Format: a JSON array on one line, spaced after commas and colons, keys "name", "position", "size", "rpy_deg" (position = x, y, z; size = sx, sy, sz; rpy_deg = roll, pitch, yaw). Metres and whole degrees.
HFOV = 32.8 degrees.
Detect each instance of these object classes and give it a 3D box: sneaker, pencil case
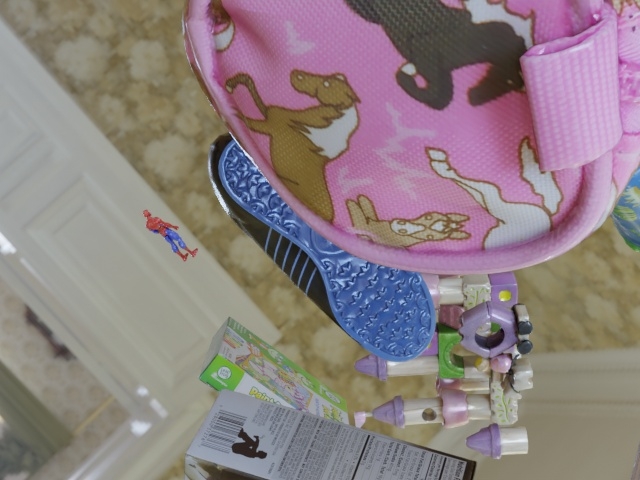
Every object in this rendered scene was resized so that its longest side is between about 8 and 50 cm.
[{"name": "sneaker", "position": [0.000, 0.000, 0.868], "size": [0.081, 0.232, 0.090], "rpy_deg": [-43, -165, -6]}, {"name": "pencil case", "position": [0.106, -0.137, 0.467], "size": [0.167, 0.160, 0.386], "rpy_deg": [-36, -174, 45]}]

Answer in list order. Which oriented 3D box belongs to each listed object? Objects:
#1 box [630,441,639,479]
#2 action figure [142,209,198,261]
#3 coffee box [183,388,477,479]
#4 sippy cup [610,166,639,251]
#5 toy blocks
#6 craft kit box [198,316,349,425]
[{"name": "box", "position": [0.313, 0.222, 0.909], "size": [0.114, 0.036, 0.207], "rpy_deg": [2, -113, 48]}, {"name": "action figure", "position": [-0.255, -0.012, 1.816], "size": [0.038, 0.115, 0.030], "rpy_deg": [-20, -141, 37]}, {"name": "coffee box", "position": [0.006, 0.296, 1.197], "size": [0.119, 0.297, 0.168], "rpy_deg": [-62, 163, -53]}, {"name": "sippy cup", "position": [0.518, -0.116, 1.705], "size": [0.240, 0.224, 0.305], "rpy_deg": [-57, -140, 6]}, {"name": "toy blocks", "position": [0.178, 0.181, 1.701], "size": [0.260, 0.288, 0.309], "rpy_deg": [-3, -158, 2]}, {"name": "craft kit box", "position": [-0.067, 0.234, 1.698], "size": [0.061, 0.246, 0.250], "rpy_deg": [-50, -173, 6]}]
